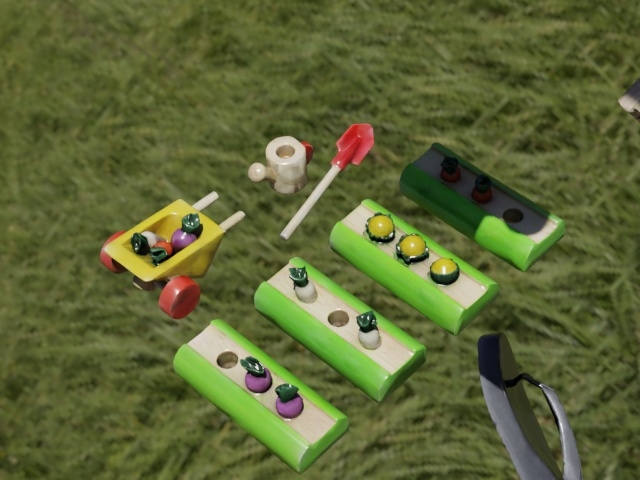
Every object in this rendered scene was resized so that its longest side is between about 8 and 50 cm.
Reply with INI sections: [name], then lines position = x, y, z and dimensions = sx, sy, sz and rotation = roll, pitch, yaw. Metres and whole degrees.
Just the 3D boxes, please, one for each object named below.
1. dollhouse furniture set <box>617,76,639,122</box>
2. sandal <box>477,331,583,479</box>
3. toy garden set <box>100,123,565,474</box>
[dollhouse furniture set]
position = 0.459, -0.040, 1.185
dimensions = 0.362, 0.394, 0.256
rotation = -46, 57, 13
[sandal]
position = 0.199, 0.190, 1.151
dimensions = 0.054, 0.254, 0.097
rotation = -25, -4, 14
[toy garden set]
position = 0.000, 0.000, 0.873
dimensions = 0.204, 0.049, 0.244
rotation = 35, 60, 29
